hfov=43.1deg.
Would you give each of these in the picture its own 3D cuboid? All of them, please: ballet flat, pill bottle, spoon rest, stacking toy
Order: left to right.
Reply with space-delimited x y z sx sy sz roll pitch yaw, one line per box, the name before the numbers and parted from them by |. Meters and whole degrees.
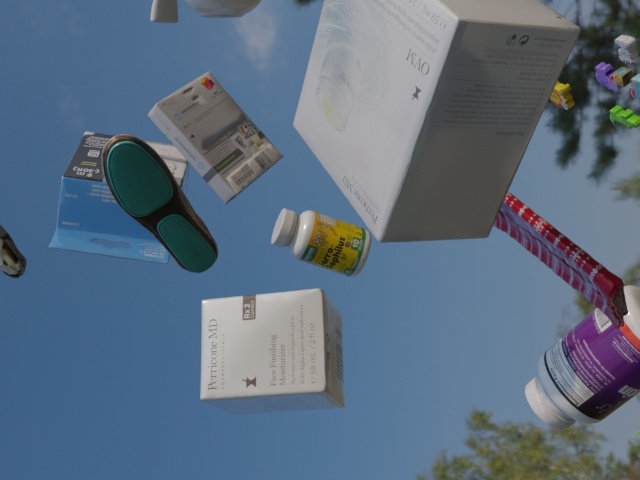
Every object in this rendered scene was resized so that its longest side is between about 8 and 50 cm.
ballet flat | -0.440 0.013 1.115 0.114 0.041 0.041 68 -144 -46
ballet flat | -0.287 -0.071 1.422 0.316 0.107 0.106 63 179 -37
spoon rest | -0.204 -0.418 1.376 0.137 0.276 0.084 -10 -76 -38
pill bottle | 0.000 0.000 1.840 0.117 0.208 0.117 -161 90 -77
pill bottle | 0.579 0.253 1.670 0.181 0.323 0.181 27 -147 -20
stacking toy | 0.511 -0.259 1.351 0.167 0.221 0.052 -34 -55 -7

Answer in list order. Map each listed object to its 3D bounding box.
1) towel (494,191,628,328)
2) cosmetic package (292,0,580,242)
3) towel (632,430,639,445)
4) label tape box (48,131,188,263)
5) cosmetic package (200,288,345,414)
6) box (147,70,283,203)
towel | 0.302 0.005 1.101 0.031 0.275 0.199 -47 -28 2
cosmetic package | 0.093 -0.152 0.792 0.138 0.224 0.224 -4 -52 -26
towel | 0.712 0.419 1.384 0.038 0.325 0.248 -33 -23 -27
label tape box | -0.410 -0.100 1.705 0.333 0.241 0.106 -94 14 -58
cosmetic package | -0.067 0.168 1.197 0.151 0.184 0.151 58 -152 -67
box | -0.164 -0.167 1.295 0.186 0.038 0.145 49 -137 -6
